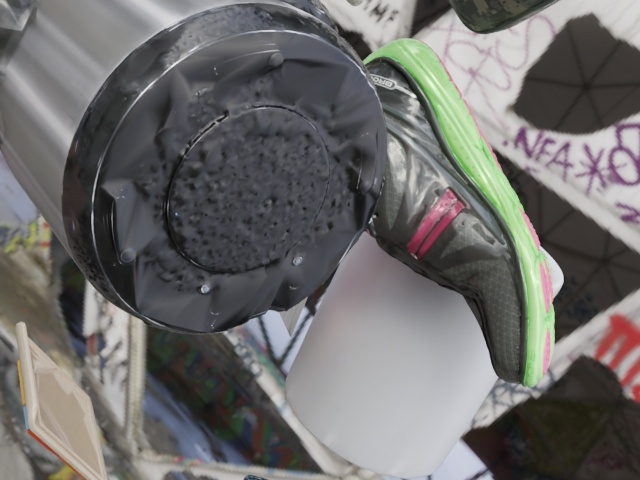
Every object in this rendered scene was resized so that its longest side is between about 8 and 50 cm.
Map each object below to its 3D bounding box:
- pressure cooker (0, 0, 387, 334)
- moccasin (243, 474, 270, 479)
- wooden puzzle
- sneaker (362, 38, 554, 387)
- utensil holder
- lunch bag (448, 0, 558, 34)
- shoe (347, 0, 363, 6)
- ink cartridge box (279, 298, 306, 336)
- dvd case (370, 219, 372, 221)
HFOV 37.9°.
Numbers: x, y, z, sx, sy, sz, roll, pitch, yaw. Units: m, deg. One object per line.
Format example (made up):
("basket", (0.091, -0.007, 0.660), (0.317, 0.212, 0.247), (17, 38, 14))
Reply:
("pressure cooker", (-0.177, -0.139, 1.063), (0.420, 0.375, 0.370), (40, -30, 47))
("moccasin", (0.007, 0.363, 1.157), (0.342, 0.117, 0.138), (1, -8, 35))
("wooden puzzle", (-0.406, 0.269, 1.443), (0.221, 0.044, 0.239), (59, -5, 50))
("sneaker", (0.160, -0.025, 1.228), (0.483, 0.202, 0.185), (65, 14, 14))
("utensil holder", (0.152, 0.141, 1.515), (0.327, 0.385, 0.327), (24, 20, -9))
("lunch bag", (0.238, -0.429, 1.051), (0.305, 0.256, 0.212), (58, -25, -8))
("shoe", (-0.001, -0.415, 1.312), (0.219, 0.076, 0.058), (59, 5, 22))
("ink cartridge box", (-0.030, 0.007, 1.426), (0.066, 0.189, 0.232), (5, 31, -30))
("dvd case", (0.000, 0.000, 1.173), (0.013, 0.119, 0.087), (60, -15, -15))
